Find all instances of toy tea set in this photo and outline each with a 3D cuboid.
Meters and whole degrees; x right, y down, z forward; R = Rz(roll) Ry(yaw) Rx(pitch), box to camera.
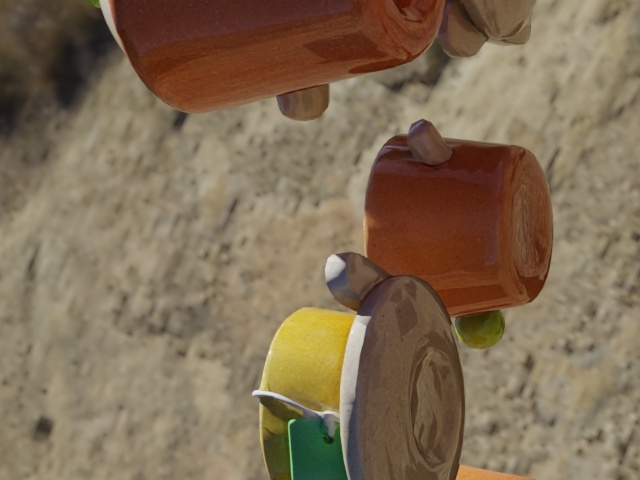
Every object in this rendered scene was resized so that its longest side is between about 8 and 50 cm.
[{"bbox_3d":[0.000,0.000,0.672,0.124,0.200,0.336,-2,91,26],"label":"toy tea set"}]
